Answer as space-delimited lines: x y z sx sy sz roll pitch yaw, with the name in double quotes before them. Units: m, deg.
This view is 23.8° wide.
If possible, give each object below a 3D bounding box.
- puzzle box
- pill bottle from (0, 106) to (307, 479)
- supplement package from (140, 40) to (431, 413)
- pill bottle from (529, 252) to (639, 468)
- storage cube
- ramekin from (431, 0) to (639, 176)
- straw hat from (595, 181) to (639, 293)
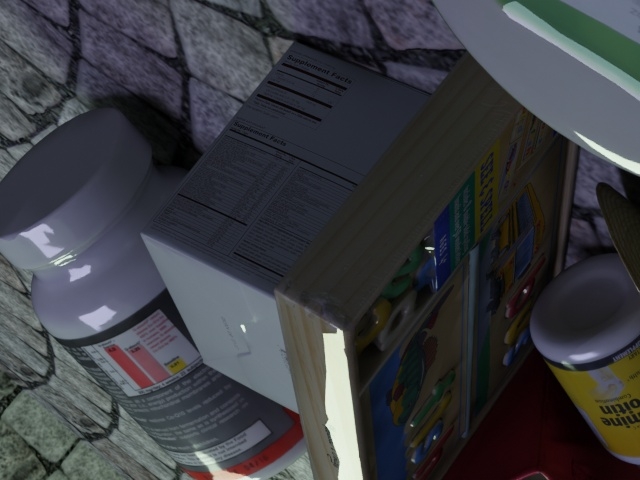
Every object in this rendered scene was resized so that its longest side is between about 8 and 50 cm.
"puzzle box" 0.087 0.043 1.040 0.052 0.272 0.409 30 157 20
"pill bottle" -0.149 0.059 1.484 0.210 0.210 0.363 6 142 51
"supplement package" 0.000 0.000 1.167 0.149 0.203 0.194 25 155 26
"pill bottle" 0.240 0.104 1.144 0.103 0.103 0.184 9 144 49
"storage cube" 0.170 0.216 1.264 0.215 0.193 0.183 -33 113 29
"ramekin" 0.180 -0.154 0.686 0.303 0.148 0.303 31 156 15
"straw hat" 0.244 0.008 1.005 0.061 0.144 0.144 -30 119 19
